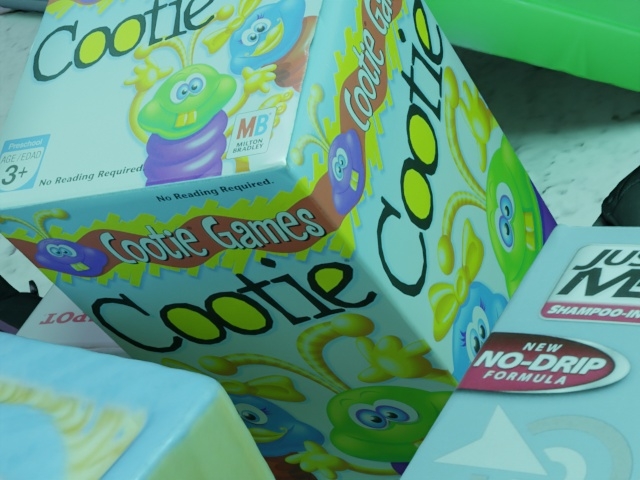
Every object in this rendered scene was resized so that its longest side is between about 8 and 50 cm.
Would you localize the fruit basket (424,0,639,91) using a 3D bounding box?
[{"bbox_3d":[0.065,-0.185,1.055,0.283,0.392,0.392,11,23,-22],"label":"fruit basket"}]

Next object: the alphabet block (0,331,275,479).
[{"bbox_3d":[-0.118,0.173,0.642,0.192,0.197,0.193,9,45,42],"label":"alphabet block"}]

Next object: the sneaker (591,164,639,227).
[{"bbox_3d":[0.199,-0.036,0.827,0.124,0.107,0.283,-13,33,30],"label":"sneaker"}]

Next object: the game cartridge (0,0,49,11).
[{"bbox_3d":[-0.173,-0.309,1.539,0.196,0.060,0.294,17,50,43],"label":"game cartridge"}]

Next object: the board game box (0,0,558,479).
[{"bbox_3d":[0.000,0.000,0.714,0.144,0.275,0.142,-7,53,28],"label":"board game box"}]

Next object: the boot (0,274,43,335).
[{"bbox_3d":[-0.193,0.055,0.942,0.099,0.045,0.121,26,29,16],"label":"boot"}]

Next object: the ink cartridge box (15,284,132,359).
[{"bbox_3d":[-0.056,0.022,0.923,0.154,0.093,0.212,-4,36,31],"label":"ink cartridge box"}]

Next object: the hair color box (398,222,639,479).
[{"bbox_3d":[0.077,0.181,0.503,0.114,0.185,0.374,1,40,37],"label":"hair color box"}]
